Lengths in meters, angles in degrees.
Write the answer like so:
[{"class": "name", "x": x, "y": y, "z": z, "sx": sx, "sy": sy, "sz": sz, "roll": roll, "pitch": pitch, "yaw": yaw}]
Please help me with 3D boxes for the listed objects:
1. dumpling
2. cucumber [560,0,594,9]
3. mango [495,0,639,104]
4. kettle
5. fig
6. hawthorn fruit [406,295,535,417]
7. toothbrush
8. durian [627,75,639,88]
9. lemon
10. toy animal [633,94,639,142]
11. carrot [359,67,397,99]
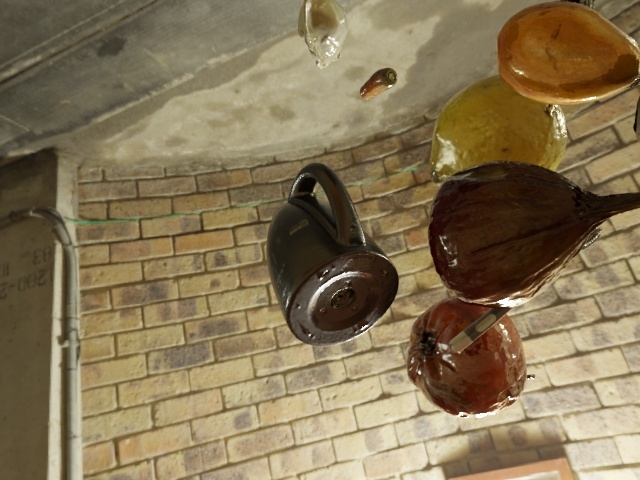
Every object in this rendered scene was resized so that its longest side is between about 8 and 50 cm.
[{"class": "dumpling", "x": -0.002, "y": -0.651, "z": 1.283, "sx": 0.146, "sy": 0.193, "sz": 0.258, "roll": 13, "pitch": 149, "yaw": 29}, {"class": "cucumber", "x": 0.603, "y": -0.569, "z": 0.978, "sx": 0.072, "sy": 0.081, "sz": 0.303, "roll": -5, "pitch": 160, "yaw": 30}, {"class": "mango", "x": 0.360, "y": -0.276, "z": 0.619, "sx": 0.145, "sy": 0.219, "sz": 0.112, "roll": -46, "pitch": 137, "yaw": 10}, {"class": "kettle", "x": 0.000, "y": 0.000, "z": 0.784, "sx": 0.207, "sy": 0.290, "sz": 0.269, "roll": -1, "pitch": 125, "yaw": -24}, {"class": "fig", "x": 0.252, "y": -0.041, "z": 0.483, "sx": 0.190, "sy": 0.191, "sz": 0.290, "roll": 0, "pitch": 146, "yaw": -35}, {"class": "hawthorn fruit", "x": 0.315, "y": 0.240, "z": 0.833, "sx": 0.271, "sy": 0.242, "sz": 0.242, "roll": 21, "pitch": 150, "yaw": -18}, {"class": "toothbrush", "x": 0.306, "y": 0.072, "z": 0.620, "sx": 0.288, "sy": 0.024, "sz": 0.026, "roll": -39, "pitch": 156, "yaw": -1}, {"class": "durian", "x": 0.786, "y": -0.422, "z": 1.049, "sx": 0.091, "sy": 0.080, "sz": 0.080, "roll": 14, "pitch": 180, "yaw": 35}, {"class": "lemon", "x": 0.488, "y": -0.276, "z": 1.183, "sx": 0.387, "sy": 0.350, "sz": 0.349, "roll": -39, "pitch": 157, "yaw": 11}, {"class": "toy animal", "x": 0.516, "y": -0.159, "z": 0.390, "sx": 0.250, "sy": 0.310, "sz": 0.251, "roll": -25, "pitch": 131, "yaw": -33}, {"class": "carrot", "x": 0.227, "y": -0.621, "z": 1.643, "sx": 0.087, "sy": 0.087, "sz": 0.193, "roll": -5, "pitch": -175, "yaw": -25}]
